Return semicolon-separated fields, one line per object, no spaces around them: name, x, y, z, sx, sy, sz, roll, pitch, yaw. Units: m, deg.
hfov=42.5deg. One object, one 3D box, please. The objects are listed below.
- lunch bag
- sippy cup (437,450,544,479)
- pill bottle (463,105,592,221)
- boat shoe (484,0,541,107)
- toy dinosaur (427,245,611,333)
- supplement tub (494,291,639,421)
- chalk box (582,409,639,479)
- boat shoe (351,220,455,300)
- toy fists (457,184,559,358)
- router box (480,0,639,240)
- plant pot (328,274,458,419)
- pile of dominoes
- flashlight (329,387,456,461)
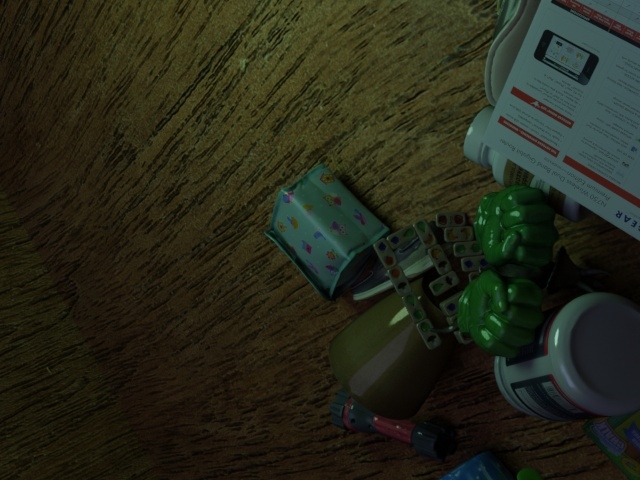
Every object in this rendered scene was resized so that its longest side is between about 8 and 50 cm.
lunch bag;0.000;0.000;1.806;0.223;0.160;0.262;47;148;12
sippy cup;0.347;0.577;1.729;0.305;0.240;0.224;-36;69;10
pill bottle;0.362;-0.136;1.379;0.229;0.131;0.131;32;131;30
boat shoe;0.335;-0.365;1.310;0.116;0.097;0.324;7;129;-2
toy dinosaur;0.333;0.076;1.469;0.160;0.313;0.121;136;117;-86
supplement tub;0.417;0.200;1.361;0.191;0.191;0.272;56;163;6
chalk box;0.557;0.317;1.425;0.132;0.132;0.213;46;136;17
boat shoe;0.162;0.044;1.710;0.285;0.103;0.092;-33;81;45
toy fists;0.301;0.048;1.324;0.142;0.096;0.279;12;91;60
router box;0.427;-0.190;1.149;0.335;0.082;0.301;38;131;24
plant pot;0.183;0.199;1.701;0.237;0.237;0.254;47;121;17
pile of dominoes;0.244;0.071;1.571;0.251;0.196;0.040;61;172;1
flashlight;0.161;0.426;1.912;0.304;0.103;0.103;10;115;44
